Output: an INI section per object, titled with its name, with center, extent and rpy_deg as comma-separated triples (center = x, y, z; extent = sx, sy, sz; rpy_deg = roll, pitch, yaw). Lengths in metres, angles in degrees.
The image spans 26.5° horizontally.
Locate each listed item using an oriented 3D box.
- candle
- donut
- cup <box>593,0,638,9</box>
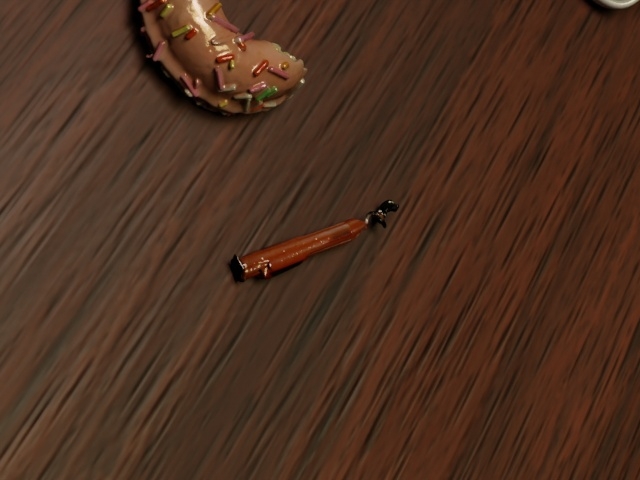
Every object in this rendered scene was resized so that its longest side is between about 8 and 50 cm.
[candle]
center = 0.000, 0.001, 1.084
extent = 0.167, 0.021, 0.026
rpy_deg = -21, 73, -37
[donut]
center = -0.082, -0.167, 1.031
extent = 0.117, 0.065, 0.166
rpy_deg = -37, 101, -36
[cup]
center = 0.313, -0.330, 1.335
extent = 0.142, 0.173, 0.134
rpy_deg = 41, 28, -21
